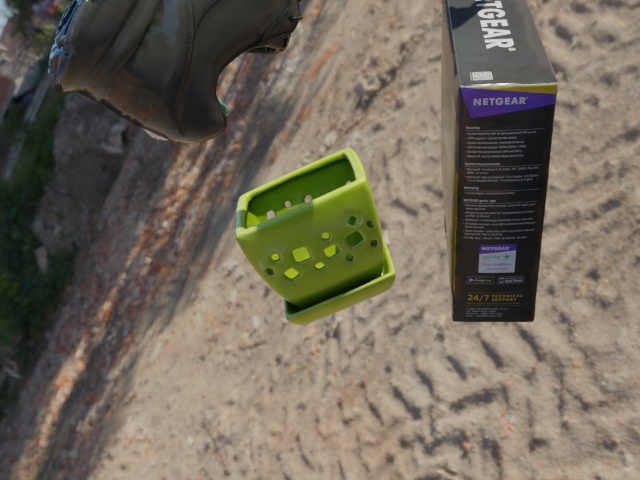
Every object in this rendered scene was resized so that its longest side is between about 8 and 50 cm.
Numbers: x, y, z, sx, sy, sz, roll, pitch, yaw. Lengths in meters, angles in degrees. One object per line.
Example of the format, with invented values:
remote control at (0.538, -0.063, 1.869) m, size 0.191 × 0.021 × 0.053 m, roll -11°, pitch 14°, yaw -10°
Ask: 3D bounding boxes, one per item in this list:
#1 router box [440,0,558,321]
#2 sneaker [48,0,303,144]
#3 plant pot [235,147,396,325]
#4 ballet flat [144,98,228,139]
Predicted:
router box at (0.166, -0.107, 0.813) m, size 0.309 × 0.080 × 0.243 m, roll -81°, pitch -11°, yaw -56°
sneaker at (-0.058, -0.193, 0.530) m, size 0.286 × 0.130 × 0.109 m, roll -60°, pitch 23°, yaw -6°
plant pot at (0.000, 0.000, 1.361) m, size 0.228 × 0.207 × 0.227 m, roll -23°, pitch 20°, yaw 4°
ballet flat at (-0.155, -0.136, 0.810) m, size 0.203 × 0.074 × 0.074 m, roll 39°, pitch 105°, yaw 52°
